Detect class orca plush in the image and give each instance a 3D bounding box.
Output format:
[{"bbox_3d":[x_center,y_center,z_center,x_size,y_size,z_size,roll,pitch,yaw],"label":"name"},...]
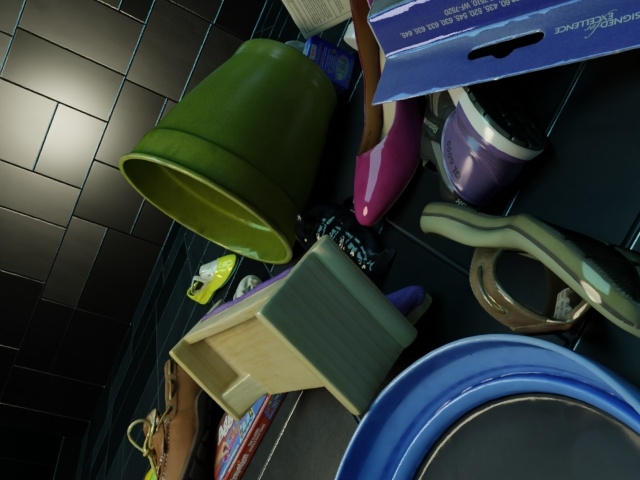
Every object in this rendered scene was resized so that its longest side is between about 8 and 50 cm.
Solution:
[{"bbox_3d":[0.000,0.000,0.841,0.151,0.102,0.287,-61,23,18],"label":"orca plush"}]

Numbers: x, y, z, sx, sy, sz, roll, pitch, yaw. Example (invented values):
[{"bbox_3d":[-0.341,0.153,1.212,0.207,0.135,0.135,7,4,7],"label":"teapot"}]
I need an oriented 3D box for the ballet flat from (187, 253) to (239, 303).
[{"bbox_3d":[-0.303,0.104,1.475,0.231,0.077,0.077,-46,30,43],"label":"ballet flat"}]

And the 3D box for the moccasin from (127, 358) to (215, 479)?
[{"bbox_3d":[-0.289,0.376,1.063,0.379,0.147,0.139,-97,5,-49],"label":"moccasin"}]

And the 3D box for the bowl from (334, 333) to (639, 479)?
[{"bbox_3d":[0.118,0.263,0.369,0.391,0.077,0.390,-48,30,40],"label":"bowl"}]

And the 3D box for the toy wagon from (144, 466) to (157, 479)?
[{"bbox_3d":[-0.327,0.608,1.086,0.267,0.068,0.344,-54,26,32],"label":"toy wagon"}]

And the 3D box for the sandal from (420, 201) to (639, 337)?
[{"bbox_3d":[0.169,0.028,0.431,0.303,0.120,0.086,-141,67,-75],"label":"sandal"}]

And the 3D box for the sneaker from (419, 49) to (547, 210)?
[{"bbox_3d":[0.150,-0.150,0.641,0.283,0.107,0.124,-94,27,-47],"label":"sneaker"}]

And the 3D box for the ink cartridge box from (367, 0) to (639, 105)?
[{"bbox_3d":[0.198,-0.304,0.554,0.304,0.072,0.307,-2,59,41],"label":"ink cartridge box"}]

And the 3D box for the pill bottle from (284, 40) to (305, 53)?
[{"bbox_3d":[-0.087,-0.345,1.310,0.245,0.137,0.136,-47,30,43],"label":"pill bottle"}]

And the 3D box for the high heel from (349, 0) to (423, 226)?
[{"bbox_3d":[0.066,-0.217,0.782,0.127,0.182,0.376,-15,56,63],"label":"high heel"}]

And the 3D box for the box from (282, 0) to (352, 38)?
[{"bbox_3d":[0.036,-0.533,1.060,0.233,0.148,0.126,-18,44,23],"label":"box"}]

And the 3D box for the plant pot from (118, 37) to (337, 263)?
[{"bbox_3d":[-0.142,-0.195,1.084,0.352,0.367,0.366,-62,20,-17],"label":"plant pot"}]

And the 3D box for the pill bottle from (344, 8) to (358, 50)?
[{"bbox_3d":[0.122,-0.428,0.931,0.208,0.118,0.117,-66,22,7],"label":"pill bottle"}]

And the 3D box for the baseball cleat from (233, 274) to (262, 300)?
[{"bbox_3d":[-0.165,0.176,1.130,0.109,0.072,0.205,131,159,-69],"label":"baseball cleat"}]

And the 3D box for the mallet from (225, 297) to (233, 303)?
[{"bbox_3d":[-0.196,0.206,1.205,0.062,0.039,0.189,-57,29,21],"label":"mallet"}]

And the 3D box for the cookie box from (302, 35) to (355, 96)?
[{"bbox_3d":[0.013,-0.370,1.140,0.040,0.107,0.091,-27,46,59],"label":"cookie box"}]

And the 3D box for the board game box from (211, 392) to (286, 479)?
[{"bbox_3d":[-0.123,0.297,0.957,0.281,0.027,0.145,-63,21,14],"label":"board game box"}]

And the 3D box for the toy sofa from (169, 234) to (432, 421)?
[{"bbox_3d":[-0.043,0.112,0.692,0.177,0.150,0.363,-48,9,-32],"label":"toy sofa"}]
